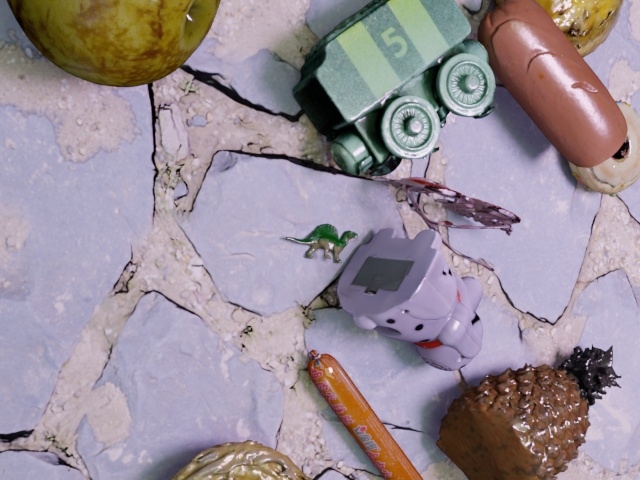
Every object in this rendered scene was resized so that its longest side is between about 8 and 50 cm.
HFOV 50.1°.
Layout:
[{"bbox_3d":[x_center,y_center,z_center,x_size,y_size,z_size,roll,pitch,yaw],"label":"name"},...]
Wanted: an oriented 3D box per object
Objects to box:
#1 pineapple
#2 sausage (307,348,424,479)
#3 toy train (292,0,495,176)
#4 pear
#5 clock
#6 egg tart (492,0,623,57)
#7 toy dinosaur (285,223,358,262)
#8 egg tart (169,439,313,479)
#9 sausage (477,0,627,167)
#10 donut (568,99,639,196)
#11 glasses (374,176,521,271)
[{"bbox_3d":[0.385,0.289,1.179,0.362,0.202,0.202,-22,101,-34],"label":"pineapple"},{"bbox_3d":[0.079,0.312,1.114,0.053,0.053,0.348,-39,106,-15],"label":"sausage"},{"bbox_3d":[0.117,-0.243,1.040,0.299,0.167,0.238,-40,100,-16],"label":"toy train"},{"bbox_3d":[-0.259,-0.332,0.839,0.283,0.283,0.284,-1,94,-21],"label":"pear"},{"bbox_3d":[0.174,0.112,1.087,0.254,0.189,0.189,39,79,-30],"label":"clock"},{"bbox_3d":[0.423,-0.449,1.175,0.290,0.107,0.291,-1,94,-22],"label":"egg tart"},{"bbox_3d":[0.001,0.000,1.084,0.119,0.029,0.060,11,74,-16],"label":"toy dinosaur"},{"bbox_3d":[-0.126,0.430,1.008,0.288,0.118,0.288,-2,95,-20],"label":"egg tart"},{"bbox_3d":[0.373,-0.260,1.112,0.121,0.121,0.304,-46,104,-13],"label":"sausage"},{"bbox_3d":[0.521,-0.168,1.252,0.174,0.068,0.175,-2,95,-24],"label":"donut"},{"bbox_3d":[0.205,-0.036,1.091,0.255,0.162,0.095,22,97,-18],"label":"glasses"}]
